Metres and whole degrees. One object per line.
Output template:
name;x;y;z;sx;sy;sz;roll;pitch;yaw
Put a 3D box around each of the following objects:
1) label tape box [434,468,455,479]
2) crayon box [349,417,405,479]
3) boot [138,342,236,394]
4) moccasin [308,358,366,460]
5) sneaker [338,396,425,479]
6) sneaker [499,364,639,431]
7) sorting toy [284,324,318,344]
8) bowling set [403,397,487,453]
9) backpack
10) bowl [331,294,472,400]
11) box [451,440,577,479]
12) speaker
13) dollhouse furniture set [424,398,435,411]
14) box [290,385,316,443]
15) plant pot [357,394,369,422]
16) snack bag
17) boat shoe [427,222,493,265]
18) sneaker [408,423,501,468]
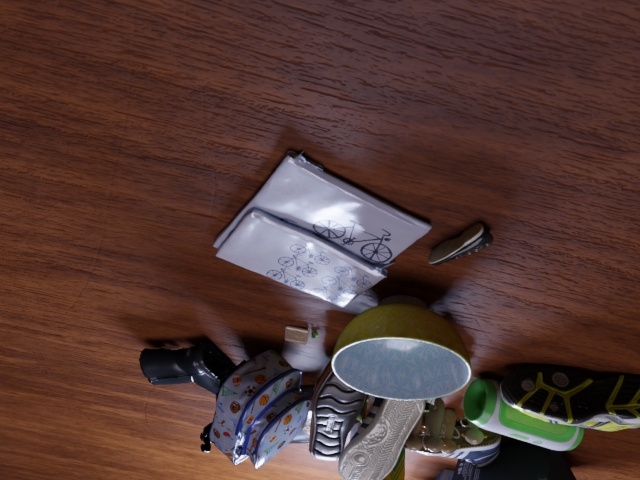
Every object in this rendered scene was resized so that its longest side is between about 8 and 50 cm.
label tape box;0.469;0.916;2.196;0.333;0.106;0.241;10;142;-1
crayon box;0.158;0.677;1.773;0.083;0.323;0.203;23;140;-18
boot;-0.352;0.361;1.656;0.207;0.094;0.246;-8;138;21
moccasin;0.048;0.415;1.592;0.139;0.147;0.380;5;129;2
sneaker;0.166;0.483;1.587;0.131;0.148;0.350;32;110;-1
sneaker;0.623;0.402;1.478;0.384;0.145;0.147;8;142;3
sorting toy;-0.045;0.233;1.497;0.083;0.012;0.062;11;138;3
bowling set;0.318;0.538;1.701;0.286;0.154;0.200;-1;141;14
backpack;-0.154;0.419;1.553;0.213;0.276;0.264;25;129;27
bowl;0.175;0.213;1.310;0.289;0.156;0.290;6;142;4
box;0.622;0.805;1.858;0.312;0.179;0.343;-22;105;35
speaker;0.522;0.448;1.566;0.296;0.131;0.131;20;141;-14
dollhouse furniture set;0.267;0.398;1.596;0.058;0.076;0.152;6;143;3
box;-0.101;0.532;1.839;0.307;0.077;0.242;-9;139;22
plant pot;0.090;0.462;1.719;0.079;0.083;0.083;14;144;12
snack bag;0.000;0.000;1.171;0.323;0.037;0.342;26;139;-20
boat shoe;0.257;0.016;1.129;0.042;0.049;0.133;39;129;-22
sneaker;0.403;0.619;1.835;0.282;0.099;0.153;-8;138;16
